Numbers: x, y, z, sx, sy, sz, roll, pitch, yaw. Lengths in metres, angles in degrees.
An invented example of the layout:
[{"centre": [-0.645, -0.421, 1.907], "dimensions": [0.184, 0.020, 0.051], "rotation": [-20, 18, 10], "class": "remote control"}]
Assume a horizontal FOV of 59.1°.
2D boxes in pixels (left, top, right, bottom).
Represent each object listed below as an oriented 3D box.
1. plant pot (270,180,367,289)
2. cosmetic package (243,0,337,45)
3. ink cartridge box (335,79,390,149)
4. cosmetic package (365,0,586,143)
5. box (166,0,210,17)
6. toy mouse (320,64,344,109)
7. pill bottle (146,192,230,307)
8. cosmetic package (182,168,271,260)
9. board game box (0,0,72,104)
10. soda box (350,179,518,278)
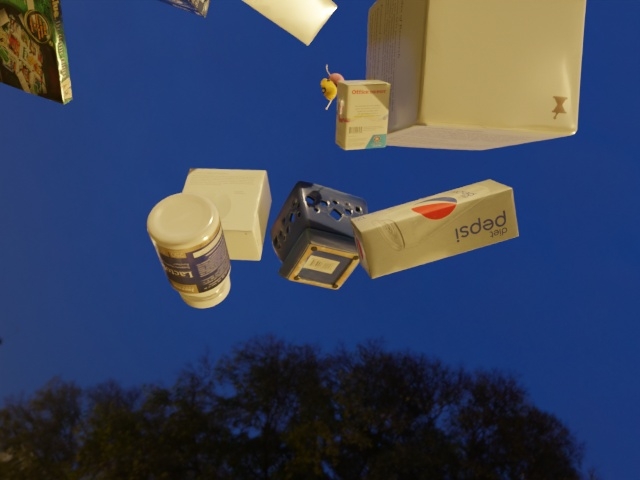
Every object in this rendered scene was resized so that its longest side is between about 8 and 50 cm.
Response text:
[{"centre": [0.000, 0.000, 1.644], "dimensions": [0.236, 0.236, 0.212], "rotation": [-55, -150, 40], "class": "plant pot"}, {"centre": [-0.155, -0.743, 1.604], "dimensions": [0.156, 0.385, 0.217], "rotation": [-47, -125, 19], "class": "cosmetic package"}, {"centre": [0.079, -0.240, 1.070], "dimensions": [0.052, 0.088, 0.122], "rotation": [-128, -144, -57], "class": "ink cartridge box"}, {"centre": [0.302, -0.377, 1.214], "dimensions": [0.393, 0.329, 0.328], "rotation": [-159, -109, -77], "class": "cosmetic package"}, {"centre": [-0.349, -0.607, 1.335], "dimensions": [0.147, 0.180, 0.078], "rotation": [19, -80, -3], "class": "box"}, {"centre": [0.057, -0.390, 1.490], "dimensions": [0.031, 0.143, 0.161], "rotation": [-28, -119, 34], "class": "toy mouse"}, {"centre": [-0.287, 0.032, 1.284], "dimensions": [0.153, 0.153, 0.265], "rotation": [35, -30, 27], "class": "pill bottle"}, {"centre": [-0.266, -0.074, 1.564], "dimensions": [0.224, 0.225, 0.138], "rotation": [3, -37, 6], "class": "cosmetic package"}, {"centre": [-0.480, -0.361, 0.915], "dimensions": [0.136, 0.030, 0.260], "rotation": [22, -50, 10], "class": "board game box"}, {"centre": [0.207, -0.024, 1.033], "dimensions": [0.091, 0.286, 0.098], "rotation": [-118, -167, -71], "class": "soda box"}]
